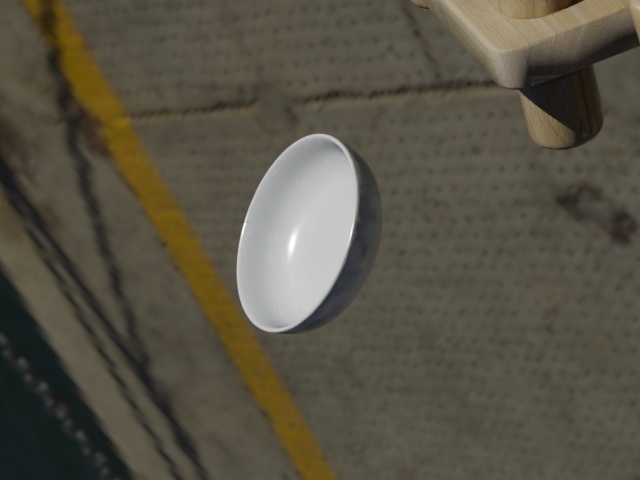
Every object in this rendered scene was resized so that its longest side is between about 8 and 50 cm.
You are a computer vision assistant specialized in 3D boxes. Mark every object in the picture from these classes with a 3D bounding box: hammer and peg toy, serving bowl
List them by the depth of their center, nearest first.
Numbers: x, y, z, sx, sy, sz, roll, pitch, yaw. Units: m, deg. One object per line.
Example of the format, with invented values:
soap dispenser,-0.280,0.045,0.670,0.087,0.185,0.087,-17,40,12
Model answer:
serving bowl,0.000,0.000,0.773,0.027,0.083,0.083,18,163,-31
hammer and peg toy,0.182,-0.150,0.906,0.361,0.266,0.127,-122,12,-57
